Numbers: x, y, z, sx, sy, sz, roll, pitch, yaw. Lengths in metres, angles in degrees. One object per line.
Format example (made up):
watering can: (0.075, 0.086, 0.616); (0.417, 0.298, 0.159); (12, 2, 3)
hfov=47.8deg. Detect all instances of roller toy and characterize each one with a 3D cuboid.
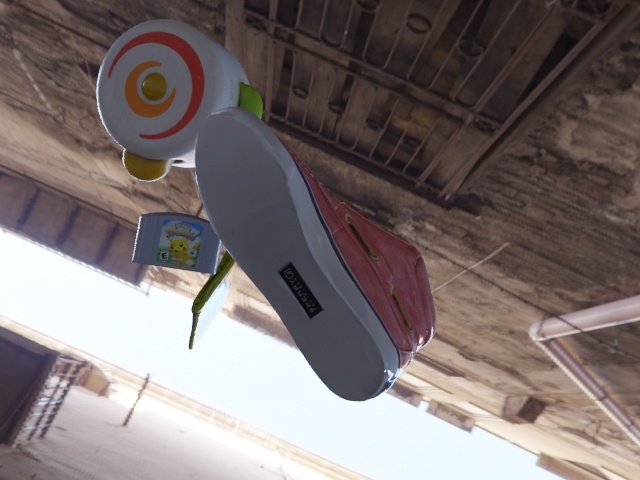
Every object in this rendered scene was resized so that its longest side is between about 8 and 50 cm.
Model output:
roller toy: (-0.208, -0.202, 1.014); (0.209, 0.146, 0.191); (-30, -97, 12)

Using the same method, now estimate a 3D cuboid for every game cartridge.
game cartridge: (-0.139, 0.001, 0.714); (0.083, 0.017, 0.056); (9, -79, -16)

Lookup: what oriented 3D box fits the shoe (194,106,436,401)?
shoe: (0.000, 0.000, 0.417); (0.178, 0.063, 0.081); (58, -145, 4)

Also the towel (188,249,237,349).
towel: (-0.167, 0.094, 1.075); (0.021, 0.237, 0.102); (33, -114, 2)
